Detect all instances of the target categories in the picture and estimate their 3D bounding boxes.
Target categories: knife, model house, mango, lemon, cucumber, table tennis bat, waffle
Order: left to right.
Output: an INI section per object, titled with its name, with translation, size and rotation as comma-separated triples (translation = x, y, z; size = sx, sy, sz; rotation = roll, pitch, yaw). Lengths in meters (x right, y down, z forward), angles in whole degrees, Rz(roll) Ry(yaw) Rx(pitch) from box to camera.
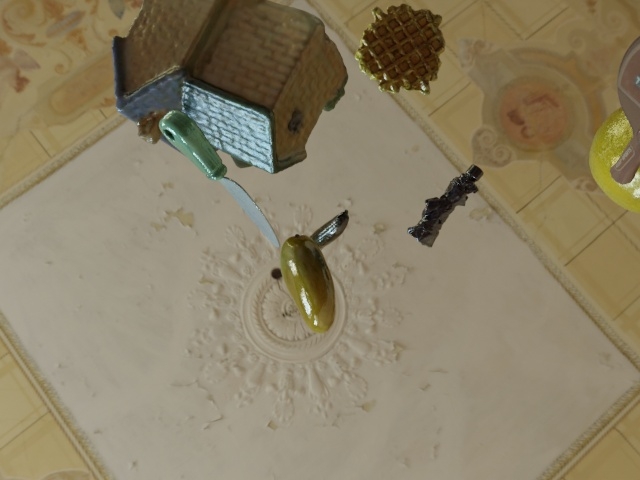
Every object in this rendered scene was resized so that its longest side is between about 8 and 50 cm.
[knife]
translation = -0.125, -0.078, 0.780
size = 0.260, 0.063, 0.034
rotation = 49, -115, -29
[model house]
translation = -0.185, -0.304, 1.158
size = 0.382, 0.334, 0.342
rotation = 25, -94, 23
[mango]
translation = -0.017, 0.079, 1.044
size = 0.085, 0.122, 0.191
rotation = -19, -103, -26
[cucumber]
translation = 0.000, 0.000, 1.395
size = 0.056, 0.284, 0.056
rotation = 11, -119, -20
[waffle]
translation = 0.218, -0.509, 1.481
size = 0.238, 0.059, 0.243
rotation = 13, -89, -13
[lemon]
translation = 0.664, -0.178, 1.119
size = 0.240, 0.240, 0.219
rotation = -28, -142, -7
[table tennis bat]
translation = 0.325, -0.125, 0.466
size = 0.119, 0.170, 0.107
rotation = -28, -116, -8

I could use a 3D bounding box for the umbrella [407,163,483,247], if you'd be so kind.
[umbrella]
translation = 0.295, -0.089, 1.310
size = 0.224, 0.080, 0.071
rotation = -50, -134, 10
